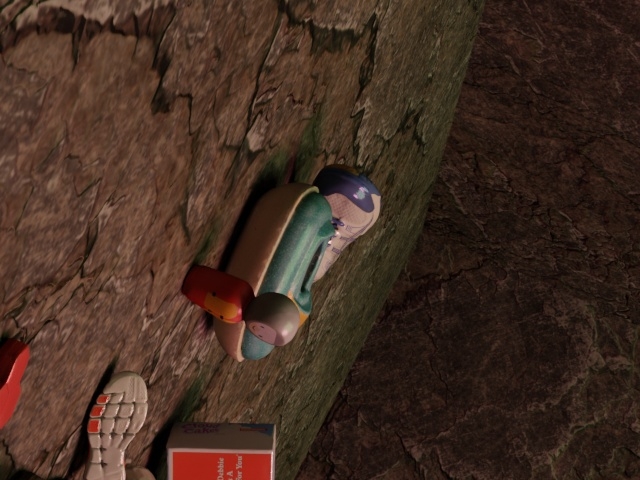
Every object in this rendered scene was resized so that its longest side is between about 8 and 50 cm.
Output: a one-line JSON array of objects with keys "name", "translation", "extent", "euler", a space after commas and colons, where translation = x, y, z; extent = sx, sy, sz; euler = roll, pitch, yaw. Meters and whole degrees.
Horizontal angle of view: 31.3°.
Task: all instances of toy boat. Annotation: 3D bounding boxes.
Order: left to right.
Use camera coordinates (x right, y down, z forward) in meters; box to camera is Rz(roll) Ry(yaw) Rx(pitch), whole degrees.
[{"name": "toy boat", "translation": [-0.066, 0.063, 1.513], "extent": [0.268, 0.148, 0.318], "euler": [-68, 171, 13]}]

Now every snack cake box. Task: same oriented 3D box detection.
[{"name": "snack cake box", "translation": [-0.144, 0.401, 1.656], "extent": [0.089, 0.152, 0.264], "euler": [-90, -178, -73]}]

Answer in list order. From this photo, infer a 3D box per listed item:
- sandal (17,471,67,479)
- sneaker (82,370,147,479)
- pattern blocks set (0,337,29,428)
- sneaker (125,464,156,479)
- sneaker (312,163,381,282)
[{"name": "sandal", "translation": [-0.278, 0.291, 1.189], "extent": [0.090, 0.060, 0.219], "euler": [-62, 170, -20]}, {"name": "sneaker", "translation": [-0.238, 0.211, 1.283], "extent": [0.065, 0.061, 0.158], "euler": [-123, -130, -66]}, {"name": "pattern blocks set", "translation": [-0.316, 0.263, 0.904], "extent": [0.285, 0.026, 0.325], "euler": [-63, 174, -68]}, {"name": "sneaker", "translation": [-0.203, 0.409, 1.480], "extent": [0.108, 0.121, 0.302], "euler": [-31, 143, -7]}, {"name": "sneaker", "translation": [0.000, 0.000, 1.716], "extent": [0.131, 0.111, 0.296], "euler": [-58, 179, -32]}]
